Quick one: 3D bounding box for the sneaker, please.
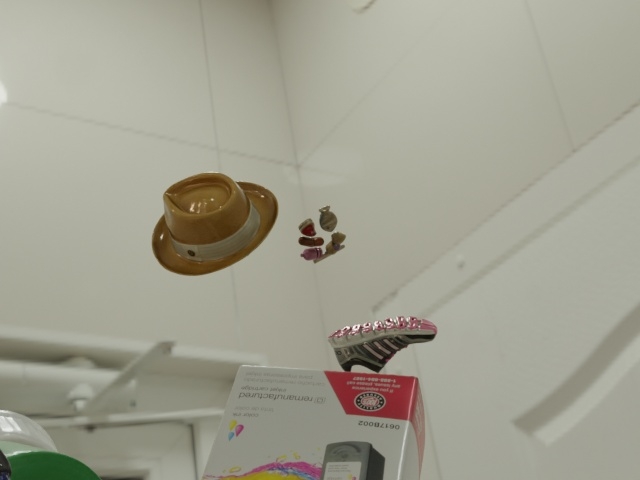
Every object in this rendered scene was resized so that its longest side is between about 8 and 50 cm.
[{"bbox_3d":[0.099,0.166,1.596,0.170,0.075,0.063,-10,11,5],"label":"sneaker"}]

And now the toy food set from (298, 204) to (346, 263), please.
[{"bbox_3d":[0.000,0.000,1.561,0.078,0.019,0.122,-29,-34,2],"label":"toy food set"}]

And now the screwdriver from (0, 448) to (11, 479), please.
[{"bbox_3d":[-0.266,0.228,0.892,0.025,0.170,0.024,-15,-51,-28],"label":"screwdriver"}]

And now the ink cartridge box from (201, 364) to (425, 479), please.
[{"bbox_3d":[-0.014,0.292,1.129,0.226,0.306,0.131,2,-51,12],"label":"ink cartridge box"}]

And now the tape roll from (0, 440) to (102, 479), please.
[{"bbox_3d":[-0.336,0.371,1.053,0.077,0.321,0.321,3,-19,32],"label":"tape roll"}]

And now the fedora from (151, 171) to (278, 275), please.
[{"bbox_3d":[-0.156,-0.039,1.414,0.194,0.194,0.079,-16,-49,11],"label":"fedora"}]

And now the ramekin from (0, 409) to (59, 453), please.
[{"bbox_3d":[-0.592,0.459,1.877,0.277,0.277,0.135,9,0,-30],"label":"ramekin"}]
